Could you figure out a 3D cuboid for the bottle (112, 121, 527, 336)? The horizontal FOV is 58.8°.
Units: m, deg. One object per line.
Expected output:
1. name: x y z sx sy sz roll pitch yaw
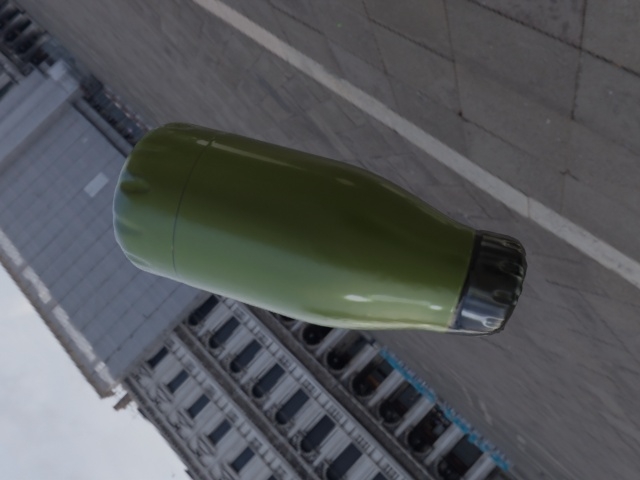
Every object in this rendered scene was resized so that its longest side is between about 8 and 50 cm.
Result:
1. bottle: 0.000 0.000 0.385 0.261 0.111 0.112 16 169 10
